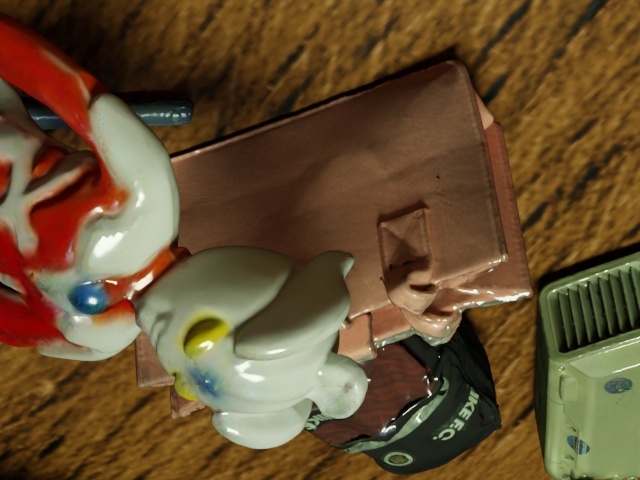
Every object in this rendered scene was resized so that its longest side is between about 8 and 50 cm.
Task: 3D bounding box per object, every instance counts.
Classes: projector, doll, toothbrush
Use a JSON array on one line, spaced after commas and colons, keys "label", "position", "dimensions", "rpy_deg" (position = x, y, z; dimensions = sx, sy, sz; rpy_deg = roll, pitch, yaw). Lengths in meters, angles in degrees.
[{"label": "projector", "position": [0.273, 0.075, 1.151], "dimensions": [0.269, 0.088, 0.193], "rpy_deg": [-6, 139, 0]}, {"label": "doll", "position": [-0.144, -0.019, 0.891], "dimensions": [0.384, 0.099, 0.188], "rpy_deg": [27, 133, 10]}, {"label": "toothbrush", "position": [-0.178, -0.066, 1.000], "dimensions": [0.219, 0.019, 0.016], "rpy_deg": [-3, 131, -4]}]

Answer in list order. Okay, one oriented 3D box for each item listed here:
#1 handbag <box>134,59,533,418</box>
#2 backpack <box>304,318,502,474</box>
[{"label": "handbag", "position": [0.000, 0.000, 0.989], "dimensions": [0.212, 0.157, 0.059], "rpy_deg": [-20, 138, 17]}, {"label": "backpack", "position": [0.037, 0.079, 1.114], "dimensions": [0.120, 0.106, 0.165], "rpy_deg": [-38, 125, 24]}]
